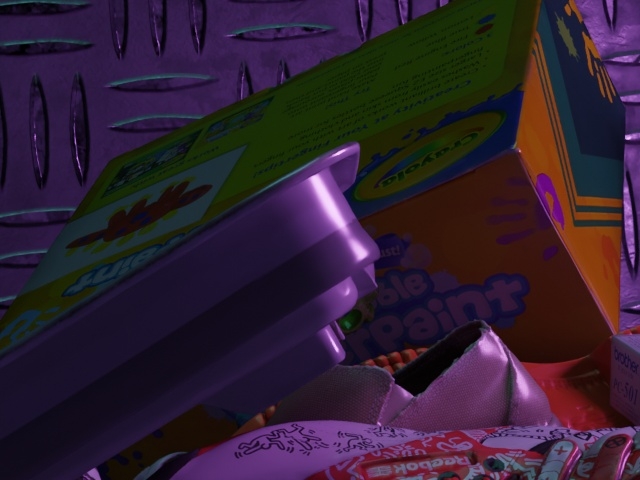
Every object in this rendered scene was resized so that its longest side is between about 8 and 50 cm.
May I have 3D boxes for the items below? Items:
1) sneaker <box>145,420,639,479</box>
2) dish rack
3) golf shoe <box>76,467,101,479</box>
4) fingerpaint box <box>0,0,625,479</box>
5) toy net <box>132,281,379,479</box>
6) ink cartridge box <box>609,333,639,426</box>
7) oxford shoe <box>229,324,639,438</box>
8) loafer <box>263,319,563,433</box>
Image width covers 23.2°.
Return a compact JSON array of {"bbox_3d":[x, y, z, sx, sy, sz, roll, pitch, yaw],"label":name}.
[{"bbox_3d":[0.060,0.118,0.668,0.270,0.090,0.145,2,-10,-30],"label":"sneaker"},{"bbox_3d":[-0.110,0.080,0.649,0.333,0.072,0.285,-33,-2,0],"label":"dish rack"},{"bbox_3d":[-0.150,0.139,0.834,0.077,0.094,0.198,-17,-4,-17],"label":"golf shoe"},{"bbox_3d":[0.000,0.000,1.190,0.445,0.163,0.371,-23,21,22],"label":"fingerpaint box"},{"bbox_3d":[-0.040,0.126,0.937,0.232,0.122,0.045,-34,45,-10],"label":"toy net"},{"bbox_3d":[0.233,0.092,0.804,0.097,0.046,0.207,-3,12,-12],"label":"ink cartridge box"},{"bbox_3d":[0.108,0.142,0.937,0.364,0.130,0.132,-6,-33,-18],"label":"oxford shoe"},{"bbox_3d":[0.001,0.111,0.780,0.268,0.092,0.102,-18,-2,-33],"label":"loafer"}]
